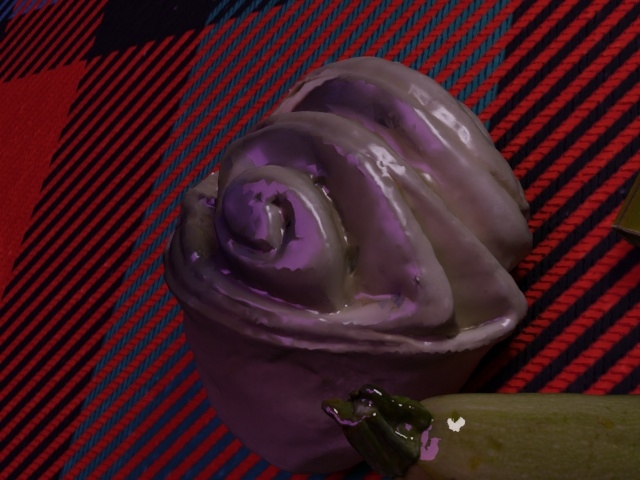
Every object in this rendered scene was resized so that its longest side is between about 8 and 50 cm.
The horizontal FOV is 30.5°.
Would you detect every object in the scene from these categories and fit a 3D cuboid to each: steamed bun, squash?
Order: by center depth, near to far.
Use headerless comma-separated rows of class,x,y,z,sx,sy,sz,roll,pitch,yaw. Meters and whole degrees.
squash,0.132,0.170,0.847,0.137,0.287,0.137,-175,90,-70
steamed bun,0.000,0.000,1.061,0.352,0.247,0.339,-44,41,21

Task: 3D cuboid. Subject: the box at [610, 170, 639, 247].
box,0.383,-0.040,0.867,0.311,0.043,0.173,22,81,49
